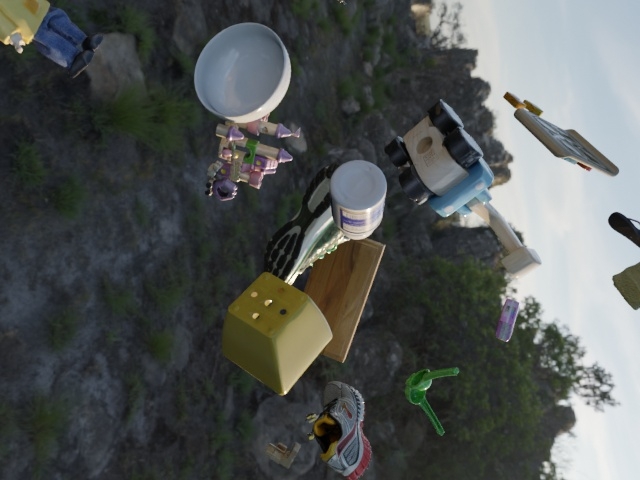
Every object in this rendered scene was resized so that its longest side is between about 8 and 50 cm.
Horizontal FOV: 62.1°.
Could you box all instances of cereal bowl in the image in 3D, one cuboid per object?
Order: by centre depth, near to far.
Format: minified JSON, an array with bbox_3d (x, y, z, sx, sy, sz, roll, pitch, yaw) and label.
[{"bbox_3d":[-0.251,-0.551,1.808,0.141,0.339,0.338,36,49,-70],"label":"cereal bowl"}]

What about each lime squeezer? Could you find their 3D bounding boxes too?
[{"bbox_3d":[0.236,0.339,1.183,0.110,0.059,0.310,47,-24,36],"label":"lime squeezer"}]

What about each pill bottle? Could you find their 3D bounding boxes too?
[{"bbox_3d":[0.077,-0.075,1.104,0.186,0.112,0.112,83,6,-68],"label":"pill bottle"}]

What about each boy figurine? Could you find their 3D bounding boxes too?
[{"bbox_3d":[-0.561,-0.445,1.002,0.285,0.092,0.177,39,54,-35],"label":"boy figurine"}]

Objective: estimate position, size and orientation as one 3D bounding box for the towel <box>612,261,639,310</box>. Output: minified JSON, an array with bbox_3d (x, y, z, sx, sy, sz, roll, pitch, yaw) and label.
[{"bbox_3d":[0.796,0.107,1.325,0.027,0.110,0.148,43,25,-15],"label":"towel"}]

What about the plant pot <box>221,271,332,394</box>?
[{"bbox_3d":[-0.116,0.206,1.310,0.212,0.212,0.187,-45,149,-31],"label":"plant pot"}]

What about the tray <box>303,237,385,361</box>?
[{"bbox_3d":[0.052,0.175,1.771,0.076,0.203,0.410,-14,123,-79],"label":"tray"}]

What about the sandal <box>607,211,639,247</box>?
[{"bbox_3d":[0.890,-0.032,1.515,0.040,0.179,0.067,-59,-164,-12],"label":"sandal"}]

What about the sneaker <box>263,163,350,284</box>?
[{"bbox_3d":[0.000,0.000,1.449,0.182,0.410,0.158,23,23,-37],"label":"sneaker"}]

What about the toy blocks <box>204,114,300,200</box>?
[{"bbox_3d":[-0.230,-0.307,1.922,0.309,0.260,0.288,-73,180,-56],"label":"toy blocks"}]

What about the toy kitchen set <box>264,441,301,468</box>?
[{"bbox_3d":[-0.107,0.607,1.569,0.075,0.083,0.068,-64,173,23],"label":"toy kitchen set"}]

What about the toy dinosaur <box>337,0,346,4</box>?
[{"bbox_3d":[0.054,-0.637,1.253,0.118,0.064,0.268,129,-23,-69],"label":"toy dinosaur"}]

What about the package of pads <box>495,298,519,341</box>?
[{"bbox_3d":[0.389,0.165,1.105,0.083,0.032,0.050,-48,150,-49],"label":"package of pads"}]

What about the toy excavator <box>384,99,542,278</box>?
[{"bbox_3d":[0.449,-0.136,1.565,0.445,0.222,0.432,28,33,-36],"label":"toy excavator"}]

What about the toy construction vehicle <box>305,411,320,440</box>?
[{"bbox_3d":[-0.009,0.637,1.833,0.035,0.098,0.085,46,21,-86],"label":"toy construction vehicle"}]

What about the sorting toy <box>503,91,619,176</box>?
[{"bbox_3d":[0.600,-0.274,1.372,0.041,0.229,0.307,-60,-144,33],"label":"sorting toy"}]

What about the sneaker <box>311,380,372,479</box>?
[{"bbox_3d":[0.033,0.344,1.020,0.093,0.088,0.225,34,14,-19],"label":"sneaker"}]
